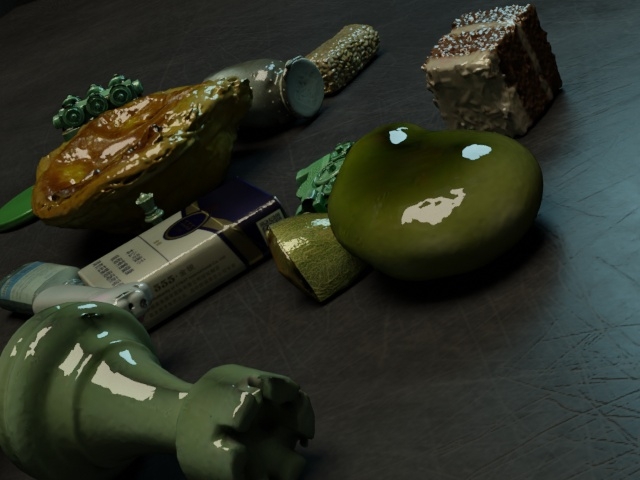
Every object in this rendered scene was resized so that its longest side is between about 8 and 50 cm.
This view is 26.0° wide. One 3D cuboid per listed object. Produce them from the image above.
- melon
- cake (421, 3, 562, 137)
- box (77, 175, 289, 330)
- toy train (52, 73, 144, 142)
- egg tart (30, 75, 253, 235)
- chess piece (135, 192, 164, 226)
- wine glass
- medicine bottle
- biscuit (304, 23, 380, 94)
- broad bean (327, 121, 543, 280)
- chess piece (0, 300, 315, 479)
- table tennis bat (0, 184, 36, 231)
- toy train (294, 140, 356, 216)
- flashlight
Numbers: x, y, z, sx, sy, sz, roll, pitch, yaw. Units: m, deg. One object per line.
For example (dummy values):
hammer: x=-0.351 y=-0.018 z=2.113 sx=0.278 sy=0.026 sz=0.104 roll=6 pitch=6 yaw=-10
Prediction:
melon: x=0.000 y=0.000 z=1.636 sx=0.128 sy=0.079 sz=0.160 roll=-25 pitch=21 yaw=-7
cake: x=0.220 y=-0.213 z=1.798 sx=0.134 sy=0.135 sz=0.147 roll=0 pitch=39 yaw=46
box: x=-0.174 y=0.018 z=1.796 sx=0.259 sy=0.071 sz=0.168 roll=-33 pitch=23 yaw=-13
toy train: x=-0.393 y=-0.224 z=2.519 sx=0.176 sy=0.118 sz=0.074 roll=-23 pitch=28 yaw=-2
egg tart: x=-0.270 y=-0.115 z=2.084 sx=0.339 sy=0.153 sz=0.351 roll=-10 pitch=28 yaw=35
chess piece: x=-0.226 y=-0.027 z=1.922 sx=0.042 sy=0.093 sz=0.042 roll=-21 pitch=23 yaw=10
wine glass: x=-0.096 y=-0.233 z=2.202 sx=0.204 sy=0.111 sz=0.111 roll=-4 pitch=31 yaw=41
medicine bottle: x=-0.374 y=0.070 z=1.926 sx=0.090 sy=0.053 sz=0.208 roll=-39 pitch=27 yaw=-31
biscuit: x=0.030 y=-0.299 z=2.271 sx=0.082 sy=0.070 sz=0.168 roll=4 pitch=34 yaw=37
broad bean: x=0.123 y=-0.050 z=1.541 sx=0.238 sy=0.119 sz=0.291 roll=-23 pitch=26 yaw=-13
chess piece: x=-0.155 y=0.167 z=1.334 sx=0.299 sy=0.194 sz=0.194 roll=7 pitch=38 yaw=39
table tennis bat: x=-0.460 y=-0.091 z=2.401 sx=0.257 sy=0.039 sz=0.160 roll=-33 pitch=22 yaw=-1
toy train: x=0.013 y=-0.061 z=1.770 sx=0.105 sy=0.071 sz=0.178 roll=-28 pitch=20 yaw=18
flashlight: x=-0.273 y=0.081 z=1.630 sx=0.093 sy=0.047 sz=0.200 roll=-31 pitch=19 yaw=-36
